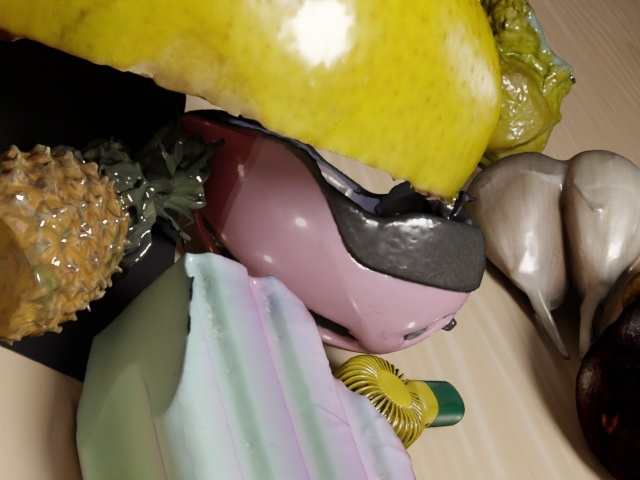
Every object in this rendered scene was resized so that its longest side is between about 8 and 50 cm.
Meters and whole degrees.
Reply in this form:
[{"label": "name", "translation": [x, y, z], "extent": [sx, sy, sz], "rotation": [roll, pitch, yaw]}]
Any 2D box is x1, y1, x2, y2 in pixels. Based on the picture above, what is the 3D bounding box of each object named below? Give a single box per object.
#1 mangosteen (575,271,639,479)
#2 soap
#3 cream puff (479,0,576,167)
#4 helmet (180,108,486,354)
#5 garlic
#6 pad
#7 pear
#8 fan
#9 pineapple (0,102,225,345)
[{"label": "mangosteen", "translation": [0.350, 0.123, 1.254], "extent": [0.228, 0.228, 0.265], "rotation": [29, 38, -29]}, {"label": "soap", "translation": [-0.031, 0.163, 0.758], "extent": [0.193, 0.109, 0.324], "rotation": [22, 35, -40]}, {"label": "cream puff", "translation": [0.197, -0.231, 1.625], "extent": [0.282, 0.185, 0.282], "rotation": [31, 31, -21]}, {"label": "helmet", "translation": [0.000, 0.000, 1.017], "extent": [0.253, 0.154, 0.198], "rotation": [13, 8, -1]}, {"label": "garlic", "translation": [0.274, 0.015, 1.455], "extent": [0.292, 0.210, 0.237], "rotation": [-51, 129, -69]}, {"label": "pad", "translation": [-0.240, -0.076, 0.922], "extent": [0.315, 0.063, 0.375], "rotation": [31, 39, -29]}, {"label": "pear", "translation": [-0.057, -0.180, 0.873], "extent": [0.386, 0.191, 0.340], "rotation": [20, 6, -20]}, {"label": "fan", "translation": [0.066, 0.127, 1.047], "extent": [0.155, 0.039, 0.082], "rotation": [7, 44, -53]}, {"label": "pineapple", "translation": [-0.141, -0.022, 0.838], "extent": [0.125, 0.125, 0.251], "rotation": [48, 28, 7]}]
